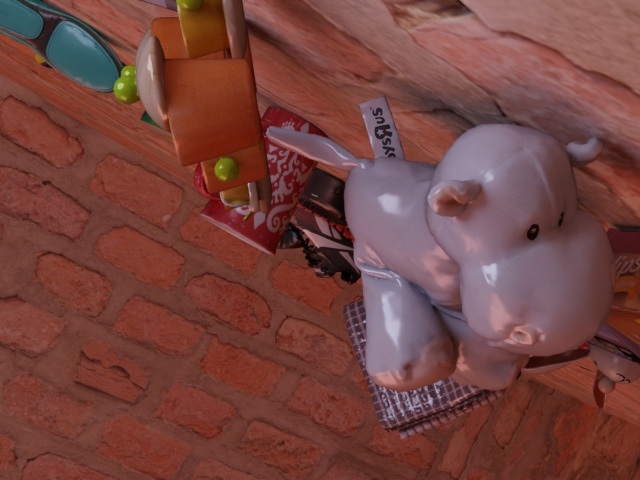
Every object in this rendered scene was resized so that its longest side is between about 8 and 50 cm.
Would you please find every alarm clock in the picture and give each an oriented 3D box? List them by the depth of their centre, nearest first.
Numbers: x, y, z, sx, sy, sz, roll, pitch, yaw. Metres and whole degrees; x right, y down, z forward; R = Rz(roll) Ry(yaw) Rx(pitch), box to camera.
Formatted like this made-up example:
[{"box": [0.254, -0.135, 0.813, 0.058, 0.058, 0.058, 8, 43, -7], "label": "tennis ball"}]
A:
[{"box": [-0.004, -0.077, 1.452, 0.129, 0.064, 0.192, 33, 177, -43], "label": "alarm clock"}]

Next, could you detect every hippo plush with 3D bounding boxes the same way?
[{"box": [0.146, -0.017, 0.708, 0.236, 0.234, 0.294, -24, 86, 62], "label": "hippo plush"}]

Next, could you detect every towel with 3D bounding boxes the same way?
[{"box": [0.191, 0.215, 1.669, 0.121, 0.235, 0.283, 38, -150, -63], "label": "towel"}]

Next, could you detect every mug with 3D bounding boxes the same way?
[{"box": [-0.072, -0.084, 1.107, 0.113, 0.169, 0.150, 28, 174, 19], "label": "mug"}]

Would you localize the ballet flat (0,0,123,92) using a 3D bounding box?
[{"box": [-0.393, -0.306, 1.262, 0.247, 0.083, 0.087, 30, -161, -15], "label": "ballet flat"}]

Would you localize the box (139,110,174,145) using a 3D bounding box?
[{"box": [-0.268, -0.204, 1.726, 0.105, 0.043, 0.179, 25, 172, 30], "label": "box"}]

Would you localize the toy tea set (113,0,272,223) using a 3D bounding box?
[{"box": [-0.115, -0.121, 0.714, 0.124, 0.200, 0.336, -9, 175, -2], "label": "toy tea set"}]

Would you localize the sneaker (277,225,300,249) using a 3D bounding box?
[{"box": [-0.059, -0.041, 1.995, 0.140, 0.125, 0.341, 2, -179, -17], "label": "sneaker"}]

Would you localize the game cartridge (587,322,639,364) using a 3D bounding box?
[{"box": [0.343, 0.087, 1.199, 0.355, 0.068, 0.230, 24, 169, 47], "label": "game cartridge"}]

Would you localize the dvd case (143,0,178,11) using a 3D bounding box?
[{"box": [-0.234, -0.290, 0.760, 0.180, 0.022, 0.253, 26, 174, 32], "label": "dvd case"}]

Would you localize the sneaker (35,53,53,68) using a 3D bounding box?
[{"box": [-0.384, -0.299, 1.379, 0.053, 0.059, 0.144, -20, 157, 41], "label": "sneaker"}]

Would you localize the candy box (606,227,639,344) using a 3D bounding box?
[{"box": [0.408, 0.105, 0.775, 0.316, 0.087, 0.183, 31, 173, -15], "label": "candy box"}]

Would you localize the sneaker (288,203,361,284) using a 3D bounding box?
[{"box": [0.000, 0.000, 1.780, 0.276, 0.135, 0.098, 32, 176, -26], "label": "sneaker"}]

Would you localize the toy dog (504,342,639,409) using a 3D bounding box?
[{"box": [0.410, 0.215, 1.519, 0.220, 0.161, 0.333, 28, 175, 1], "label": "toy dog"}]

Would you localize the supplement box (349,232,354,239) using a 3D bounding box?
[{"box": [0.107, -0.025, 1.246, 0.078, 0.080, 0.233, 27, 173, -6], "label": "supplement box"}]
